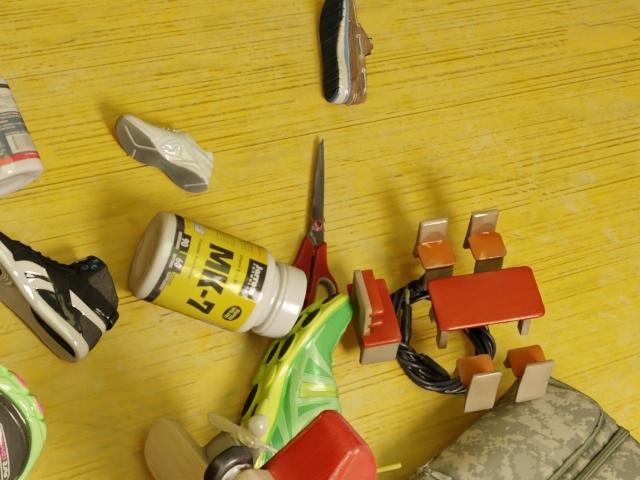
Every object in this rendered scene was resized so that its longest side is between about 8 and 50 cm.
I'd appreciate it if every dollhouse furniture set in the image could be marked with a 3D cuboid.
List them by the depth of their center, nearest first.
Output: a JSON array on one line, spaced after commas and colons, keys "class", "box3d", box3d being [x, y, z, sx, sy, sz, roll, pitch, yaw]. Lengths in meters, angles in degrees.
[{"class": "dollhouse furniture set", "box3d": [0.172, 0.087, 2.115, 0.259, 0.135, 0.262, -9, 57, -10]}]

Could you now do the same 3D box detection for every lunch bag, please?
[{"class": "lunch bag", "box3d": [0.282, 0.343, 2.117, 0.256, 0.213, 0.305, 43, 52, 13]}]

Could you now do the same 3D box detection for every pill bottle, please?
[{"class": "pill bottle", "box3d": [-0.426, -0.147, 1.946, 0.108, 0.108, 0.180, -20, 82, -34]}, {"class": "pill bottle", "box3d": [-0.132, 0.050, 2.030, 0.208, 0.119, 0.119, 21, 63, -20]}]

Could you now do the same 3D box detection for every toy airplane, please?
[{"class": "toy airplane", "box3d": [-0.045, 0.386, 1.829, 0.272, 0.384, 0.386, -12, 92, -44]}]

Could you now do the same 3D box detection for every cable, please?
[{"class": "cable", "box3d": [0.169, 0.141, 2.216, 0.150, 0.047, 0.184, -34, 91, -35]}]

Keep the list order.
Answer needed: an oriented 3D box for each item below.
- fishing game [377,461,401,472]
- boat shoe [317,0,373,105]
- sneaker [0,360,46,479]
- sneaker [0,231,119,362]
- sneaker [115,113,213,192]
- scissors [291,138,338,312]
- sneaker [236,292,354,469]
[{"class": "fishing game", "box3d": [0.074, 0.422, 1.999, 0.189, 0.041, 0.264, -9, 82, 7]}, {"class": "boat shoe", "box3d": [0.039, -0.284, 2.298, 0.066, 0.066, 0.183, 8, 78, -32]}, {"class": "sneaker", "box3d": [-0.530, 0.152, 1.727, 0.482, 0.185, 0.202, 33, 55, -14]}, {"class": "sneaker", "box3d": [-0.340, 0.038, 1.950, 0.217, 0.079, 0.121, 51, 52, -14]}, {"class": "sneaker", "box3d": [-0.209, -0.126, 2.102, 0.152, 0.053, 0.061, 36, 48, -21]}, {"class": "scissors", "box3d": [0.000, 0.000, 2.192, 0.109, 0.021, 0.297, 27, 59, -16]}, {"class": "sneaker", "box3d": [-0.024, 0.205, 2.052, 0.123, 0.109, 0.296, 32, 69, -19]}]
